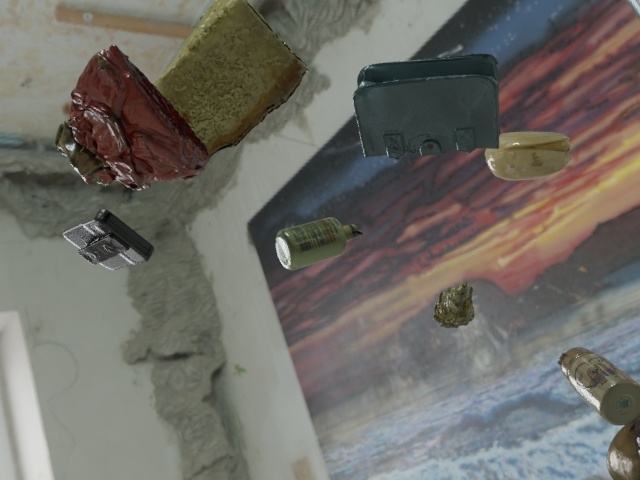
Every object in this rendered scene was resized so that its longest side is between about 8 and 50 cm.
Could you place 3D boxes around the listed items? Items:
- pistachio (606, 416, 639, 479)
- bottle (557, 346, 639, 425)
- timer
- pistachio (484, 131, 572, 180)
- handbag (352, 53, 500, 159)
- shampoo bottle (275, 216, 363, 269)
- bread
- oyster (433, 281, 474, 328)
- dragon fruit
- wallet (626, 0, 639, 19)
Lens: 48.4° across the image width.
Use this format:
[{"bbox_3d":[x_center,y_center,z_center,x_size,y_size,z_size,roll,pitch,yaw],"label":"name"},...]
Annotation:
[{"bbox_3d":[0.664,0.442,1.460,0.131,0.165,0.210,-2,-45,7],"label":"pistachio"},{"bbox_3d":[0.576,0.291,1.468,0.110,0.097,0.209,21,11,-12],"label":"bottle"},{"bbox_3d":[-0.451,0.007,1.503,0.187,0.055,0.144,-15,-48,46],"label":"timer"},{"bbox_3d":[0.495,-0.202,1.704,0.201,0.117,0.145,2,4,25],"label":"pistachio"},{"bbox_3d":[0.175,-0.207,1.162,0.229,0.062,0.179,-1,-42,14],"label":"handbag"},{"bbox_3d":[0.000,0.000,1.354,0.162,0.079,0.079,-16,-18,-25],"label":"shampoo bottle"},{"bbox_3d":[-0.211,-0.377,1.601,0.315,0.279,0.248,-38,-63,14],"label":"bread"},{"bbox_3d":[0.315,0.149,1.629,0.122,0.045,0.146,19,-61,-37],"label":"oyster"},{"bbox_3d":[-0.331,-0.151,1.244,0.205,0.152,0.317,-33,-33,6],"label":"dragon fruit"},{"bbox_3d":[0.354,-0.245,0.694,0.054,0.251,0.290,-40,-10,39],"label":"wallet"}]
